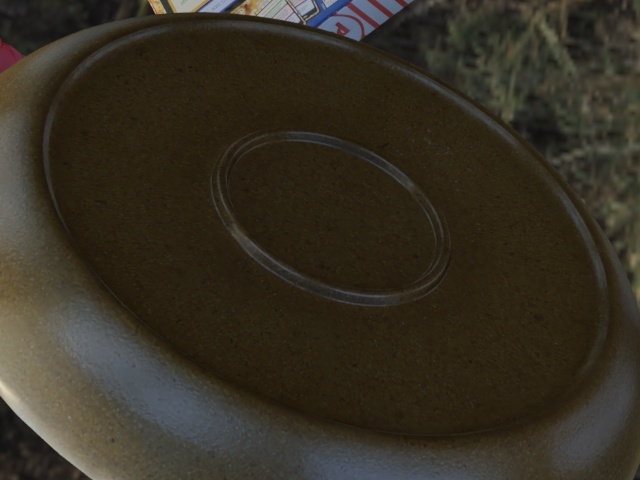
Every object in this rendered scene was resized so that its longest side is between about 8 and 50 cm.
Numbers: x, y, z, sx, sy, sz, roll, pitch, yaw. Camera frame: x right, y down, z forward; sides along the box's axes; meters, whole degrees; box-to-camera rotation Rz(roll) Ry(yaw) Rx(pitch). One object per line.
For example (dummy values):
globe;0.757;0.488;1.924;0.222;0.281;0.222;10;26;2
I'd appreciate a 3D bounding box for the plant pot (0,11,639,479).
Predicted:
plant pot;0.000;0.000;0.542;0.236;0.236;0.032;20;127;-7

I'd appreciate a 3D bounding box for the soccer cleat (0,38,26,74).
soccer cleat;-0.182;-0.077;0.829;0.083;0.095;0.248;29;162;48

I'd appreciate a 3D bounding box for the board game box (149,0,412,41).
board game box;-0.045;-0.189;1.103;0.147;0.193;0.045;-35;155;16
